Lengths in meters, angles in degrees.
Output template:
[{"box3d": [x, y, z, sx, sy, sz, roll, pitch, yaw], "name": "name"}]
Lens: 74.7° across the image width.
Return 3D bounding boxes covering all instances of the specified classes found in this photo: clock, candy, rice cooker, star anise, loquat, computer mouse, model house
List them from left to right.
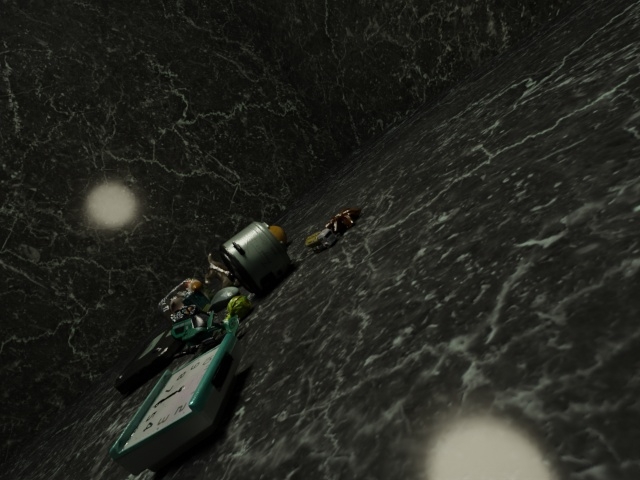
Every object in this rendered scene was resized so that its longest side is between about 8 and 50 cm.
[{"box3d": [-0.690, 0.328, 2.158, 0.271, 0.190, 0.301, -42, 12, -16], "name": "model house"}, {"box3d": [-0.282, 0.353, 0.908, 0.231, 0.116, 0.262, -33, 13, 12], "name": "clock"}, {"box3d": [-0.458, 0.268, 1.925, 0.229, 0.068, 0.113, -33, 12, 35], "name": "computer mouse"}, {"box3d": [-0.338, 0.298, 1.435, 0.262, 0.077, 0.073, -50, 28, -11], "name": "candy"}, {"box3d": [-0.251, 0.073, 1.566, 0.227, 0.241, 0.280, -39, -26, -15], "name": "rice cooker"}, {"box3d": [-0.238, 0.001, 2.064, 0.163, 0.137, 0.163, -23, 7, 3], "name": "loquat"}, {"box3d": [0.074, -0.069, 1.493, 0.168, 0.057, 0.168, -40, 10, 9], "name": "star anise"}]

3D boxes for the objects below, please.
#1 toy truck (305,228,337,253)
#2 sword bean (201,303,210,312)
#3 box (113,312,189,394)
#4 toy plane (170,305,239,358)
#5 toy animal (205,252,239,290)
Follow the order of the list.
[{"box3d": [0.000, 0.000, 1.451, 0.052, 0.063, 0.123, -47, 12, -35], "name": "toy truck"}, {"box3d": [-0.555, 0.357, 1.986, 0.043, 0.038, 0.269, -49, 11, 2], "name": "sword bean"}, {"box3d": [-0.724, 0.493, 1.876, 0.350, 0.091, 0.359, -38, 13, 15], "name": "box"}, {"box3d": [-0.388, 0.295, 1.374, 0.381, 0.106, 0.155, -20, 55, 35], "name": "toy plane"}, {"box3d": [-0.468, 0.173, 2.102, 0.121, 0.233, 0.169, -38, -36, -60], "name": "toy animal"}]
